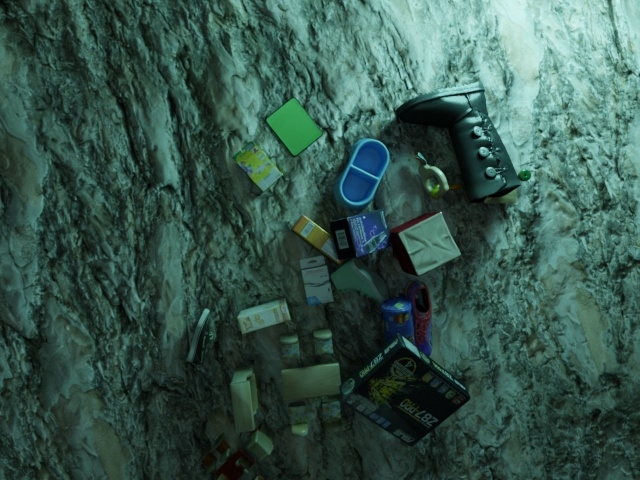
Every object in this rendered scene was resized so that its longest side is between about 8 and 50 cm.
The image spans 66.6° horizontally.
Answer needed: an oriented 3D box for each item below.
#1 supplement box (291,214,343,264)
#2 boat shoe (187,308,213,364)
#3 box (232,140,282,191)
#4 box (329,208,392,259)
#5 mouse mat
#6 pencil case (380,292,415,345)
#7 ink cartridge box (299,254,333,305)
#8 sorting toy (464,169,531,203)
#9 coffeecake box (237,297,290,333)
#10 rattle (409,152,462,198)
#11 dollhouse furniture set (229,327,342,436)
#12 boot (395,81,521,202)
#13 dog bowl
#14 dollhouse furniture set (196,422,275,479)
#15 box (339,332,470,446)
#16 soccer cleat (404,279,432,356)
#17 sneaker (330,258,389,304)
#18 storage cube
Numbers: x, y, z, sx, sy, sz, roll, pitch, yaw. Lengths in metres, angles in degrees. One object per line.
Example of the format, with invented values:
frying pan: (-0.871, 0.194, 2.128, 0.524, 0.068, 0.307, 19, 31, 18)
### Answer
supplement box: (0.000, 0.000, 1.883, 0.233, 0.078, 0.080, 39, 85, -5)
boat shoe: (-0.446, 0.368, 1.861, 0.070, 0.078, 0.219, 17, 98, -4)
box: (-0.243, -0.284, 1.874, 0.105, 0.043, 0.179, -41, 97, -2)
box: (0.154, -0.025, 1.832, 0.207, 0.108, 0.153, -17, 94, -40)
mouse mat: (-0.102, -0.443, 1.898, 0.152, 0.007, 0.190, -39, 93, -3)
pencil case: (0.295, 0.359, 1.861, 0.119, 0.133, 0.306, -17, 112, -22)
ink cartridge box: (-0.017, 0.155, 1.893, 0.104, 0.060, 0.180, -11, 92, -4)
sorting toy: (0.701, -0.213, 1.948, 0.274, 0.046, 0.132, -2, 92, -5)
coffeecake box: (-0.211, 0.282, 1.840, 0.185, 0.142, 0.068, -16, 93, -4)
rattle: (0.457, -0.273, 1.907, 0.142, 0.130, 0.200, -28, 76, -8)
dollhouse furniture set: (-0.117, 0.547, 1.798, 0.394, 0.256, 0.362, -6, 92, -4)
boot: (0.523, -0.351, 1.860, 0.366, 0.146, 0.445, -16, 87, -5)
dog bowl: (0.165, -0.259, 1.891, 0.165, 0.074, 0.297, 26, 90, -5)
dollhouse furniture set: (-0.294, 0.842, 1.876, 0.259, 0.135, 0.262, -44, 94, 9)
box: (0.317, 0.567, 1.825, 0.395, 0.097, 0.318, 40, 106, -22)
soccer cleat: (0.389, 0.316, 1.901, 0.108, 0.116, 0.318, -4, 92, -4)
sneaker: (0.152, 0.181, 1.908, 0.151, 0.094, 0.256, -31, 116, 30)
storage cube: (0.386, 0.013, 1.856, 0.215, 0.193, 0.184, -25, 93, -4)
